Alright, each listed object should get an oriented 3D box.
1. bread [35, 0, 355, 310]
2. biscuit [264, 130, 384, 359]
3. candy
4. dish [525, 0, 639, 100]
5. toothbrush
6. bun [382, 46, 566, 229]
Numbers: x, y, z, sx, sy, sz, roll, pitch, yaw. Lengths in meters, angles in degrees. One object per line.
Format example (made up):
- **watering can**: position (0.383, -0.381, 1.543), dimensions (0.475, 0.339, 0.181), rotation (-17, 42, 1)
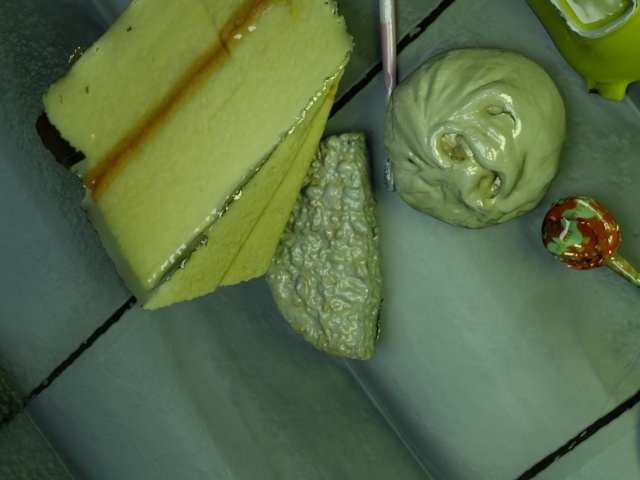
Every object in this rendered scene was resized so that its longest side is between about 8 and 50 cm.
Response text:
- **bread**: position (-0.141, -0.191, 1.951), dimensions (0.346, 0.242, 0.405), rotation (47, 126, 33)
- **biscuit**: position (0.000, 0.000, 2.030), dimensions (0.179, 0.084, 0.281), rotation (7, 102, 33)
- **candy**: position (0.366, 0.055, 1.833), dimensions (0.288, 0.084, 0.078), rotation (42, 113, 13)
- **dish**: position (0.304, -0.289, 1.779), dimensions (0.221, 0.108, 0.262), rotation (-26, 86, 32)
- **toothbrush**: position (0.083, -0.198, 1.973), dimensions (0.020, 0.025, 0.286), rotation (3, 101, 29)
- **bun**: position (0.169, -0.113, 1.881), dimensions (0.231, 0.133, 0.231), rotation (6, 103, 26)
